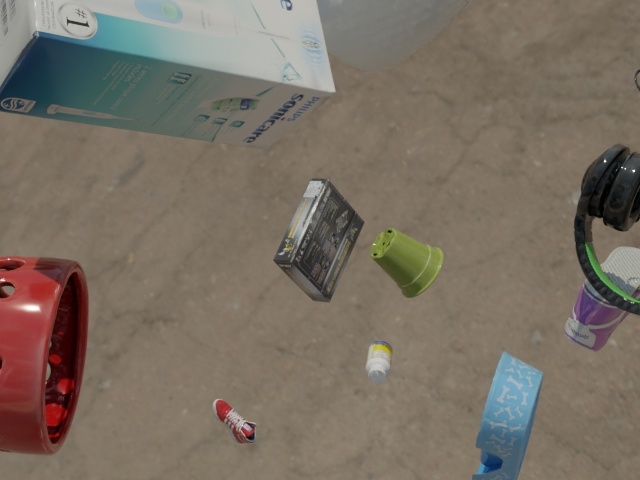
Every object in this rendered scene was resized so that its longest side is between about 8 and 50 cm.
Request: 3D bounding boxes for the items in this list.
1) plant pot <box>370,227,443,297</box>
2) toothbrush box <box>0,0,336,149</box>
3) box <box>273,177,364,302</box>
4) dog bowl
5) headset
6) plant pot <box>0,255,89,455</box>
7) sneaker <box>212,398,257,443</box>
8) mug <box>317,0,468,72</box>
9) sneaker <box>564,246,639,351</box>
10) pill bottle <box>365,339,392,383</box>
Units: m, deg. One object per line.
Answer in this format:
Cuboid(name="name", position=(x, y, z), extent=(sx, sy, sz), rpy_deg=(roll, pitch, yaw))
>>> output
Cuboid(name="plant pot", position=(0.113, 0.023, 1.415), extent=(0.083, 0.079, 0.083), rpy_deg=(-43, 25, 25))
Cuboid(name="toothbrush box", position=(-0.152, -0.220, 0.948), extent=(0.126, 0.295, 0.216), rpy_deg=(-33, 59, 46))
Cuboid(name="box", position=(0.000, 0.000, 2.379), extent=(0.056, 0.183, 0.231), rpy_deg=(5, 61, 38))
Cuboid(name="dog bowl", position=(0.314, 0.307, 1.710), extent=(0.074, 0.297, 0.166), rpy_deg=(15, 57, 16))
Cuboid(name="headset", position=(0.525, -0.081, 1.570), extent=(0.243, 0.185, 0.394), rpy_deg=(2, 91, 29))
Cuboid(name="plant pot", position=(-0.327, 0.107, 0.988), extent=(0.174, 0.191, 0.191), rpy_deg=(4, 44, -3))
Cuboid(name="sneaker", position=(-0.179, 0.385, 2.182), extent=(0.067, 0.118, 0.042), rpy_deg=(-10, 29, 51))
Cuboid(name="mug", position=(0.073, -0.447, 1.538), extent=(0.328, 0.374, 0.276), rpy_deg=(-55, 40, 24))
Cuboid(name="sneaker", position=(0.516, 0.108, 1.814), extent=(0.102, 0.282, 0.161), rpy_deg=(39, 124, 30))
Cuboid(name="pill bottle", position=(0.101, 0.211, 1.771), extent=(0.043, 0.043, 0.083), rpy_deg=(-26, 22, 21))
